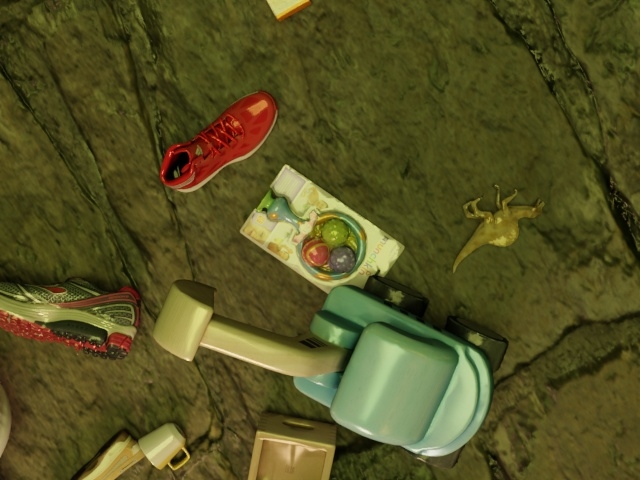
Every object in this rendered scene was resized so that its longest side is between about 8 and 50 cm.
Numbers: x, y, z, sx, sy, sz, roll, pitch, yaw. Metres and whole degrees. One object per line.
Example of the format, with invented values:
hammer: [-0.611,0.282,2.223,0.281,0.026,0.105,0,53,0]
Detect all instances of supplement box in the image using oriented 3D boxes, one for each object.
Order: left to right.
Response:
supplement box: [-0.065,-0.409,1.744,0.062,0.036,0.098,-28,91,7]

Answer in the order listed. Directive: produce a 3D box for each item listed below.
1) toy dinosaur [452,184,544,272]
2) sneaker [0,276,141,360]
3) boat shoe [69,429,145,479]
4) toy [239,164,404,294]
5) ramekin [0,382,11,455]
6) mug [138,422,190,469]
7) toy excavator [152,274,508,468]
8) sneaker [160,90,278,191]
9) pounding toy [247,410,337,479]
toy dinosaur: [0.267,-0.026,1.731,0.183,0.053,0.093,-34,92,7]
sneaker: [-0.439,0.107,1.792,0.299,0.121,0.112,15,66,5]
boat shoe: [-0.371,0.406,1.822,0.190,0.068,0.072,-44,101,7]
toy: [0.000,0.000,1.758,0.237,0.056,0.137,35,98,2]
ramekin: [-0.647,0.277,1.734,0.277,0.135,0.277,-2,56,3]
mug: [-0.255,0.338,1.815,0.064,0.078,0.062,-39,57,-2]
toy excavator: [0.028,0.168,1.577,0.433,0.445,0.222,26,96,16]
sneaker: [-0.161,-0.152,1.726,0.221,0.128,0.087,-44,90,8]
pounding toy: [-0.028,0.401,1.777,0.181,0.094,0.206,11,104,0]
